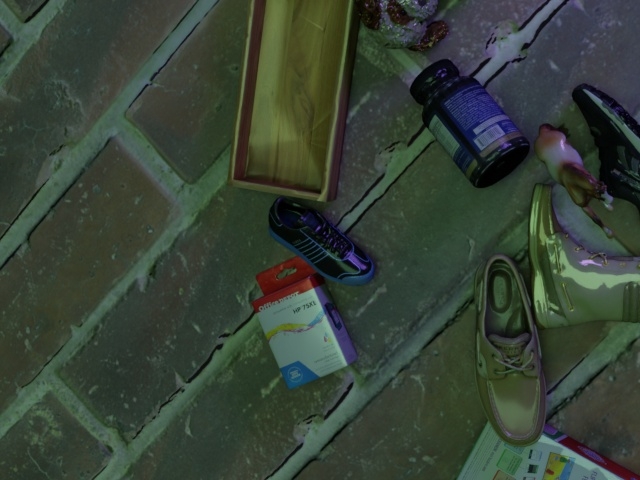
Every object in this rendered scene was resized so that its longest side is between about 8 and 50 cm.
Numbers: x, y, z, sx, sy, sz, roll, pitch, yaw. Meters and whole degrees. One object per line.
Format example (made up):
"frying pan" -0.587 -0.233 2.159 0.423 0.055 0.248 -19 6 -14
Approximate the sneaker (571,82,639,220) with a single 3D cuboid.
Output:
"sneaker" 0.509 -0.137 1.788 0.124 0.107 0.283 -44 82 23

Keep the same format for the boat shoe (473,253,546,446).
"boat shoe" 0.325 0.194 1.840 0.121 0.110 0.341 -10 81 6

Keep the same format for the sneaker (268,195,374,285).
"sneaker" 0.000 0.000 1.957 0.232 0.090 0.081 29 60 13

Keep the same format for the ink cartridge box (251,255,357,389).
"ink cartridge box" -0.039 0.151 2.004 0.134 0.078 0.231 -25 87 18

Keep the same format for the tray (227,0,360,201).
"tray" -0.047 -0.292 1.963 0.202 0.076 0.411 10 100 16

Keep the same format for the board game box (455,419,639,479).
"board game box" 0.408 0.472 1.902 0.316 0.064 0.242 29 104 13

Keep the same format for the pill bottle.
"pill bottle" 0.256 -0.209 1.839 0.123 0.123 0.219 -41 70 17

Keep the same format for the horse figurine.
"horse figurine" 0.421 -0.117 1.748 0.066 0.174 0.263 -36 46 15

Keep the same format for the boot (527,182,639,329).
"boot" 0.467 0.024 1.819 0.203 0.095 0.262 -4 96 18

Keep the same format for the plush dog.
"plush dog" 0.140 -0.448 1.831 0.210 0.262 0.225 14 90 49
